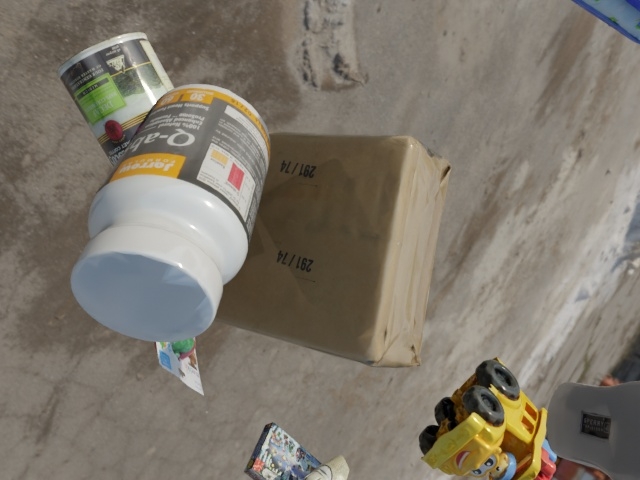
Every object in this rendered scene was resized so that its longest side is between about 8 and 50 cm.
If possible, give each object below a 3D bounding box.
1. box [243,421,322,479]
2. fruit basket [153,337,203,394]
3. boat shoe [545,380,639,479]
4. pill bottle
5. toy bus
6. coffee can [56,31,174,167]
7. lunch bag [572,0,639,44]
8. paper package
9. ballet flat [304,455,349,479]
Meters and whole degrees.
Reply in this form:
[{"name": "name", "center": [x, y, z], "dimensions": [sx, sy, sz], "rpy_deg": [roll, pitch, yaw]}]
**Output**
[{"name": "box", "center": [-0.059, 0.397, 0.873], "dimensions": [0.027, 0.137, 0.094], "rpy_deg": [-35, -163, 37]}, {"name": "fruit basket", "center": [-0.398, 0.227, 1.408], "dimensions": [0.166, 0.352, 0.327], "rpy_deg": [-23, 150, -5]}, {"name": "boat shoe", "center": [0.259, 0.153, 0.371], "dimensions": [0.258, 0.084, 0.095], "rpy_deg": [60, 44, -84]}, {"name": "pill bottle", "center": [-0.150, -0.040, 0.553], "dimensions": [0.278, 0.162, 0.162], "rpy_deg": [-85, 170, -47]}, {"name": "toy bus", "center": [0.293, 0.332, 0.822], "dimensions": [0.149, 0.211, 0.220], "rpy_deg": [-53, 164, 28]}, {"name": "coffee can", "center": [-0.394, -0.269, 1.080], "dimensions": [0.202, 0.202, 0.275], "rpy_deg": [-36, 107, -30]}, {"name": "lunch bag", "center": [0.351, -0.310, 0.521], "dimensions": [0.219, 0.176, 0.090], "rpy_deg": [16, 59, -28]}, {"name": "paper package", "center": [0.000, 0.000, 0.752], "dimensions": [0.168, 0.325, 0.309], "rpy_deg": [19, 81, -57]}, {"name": "ballet flat", "center": [-0.016, 0.391, 0.761], "dimensions": [0.168, 0.057, 0.052], "rpy_deg": [-47, 124, -30]}]
